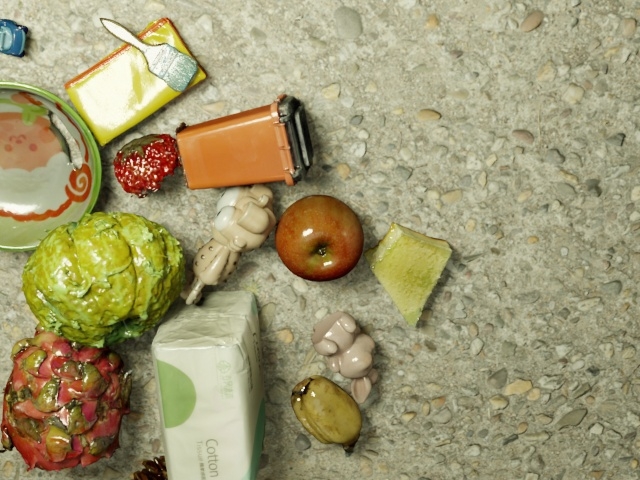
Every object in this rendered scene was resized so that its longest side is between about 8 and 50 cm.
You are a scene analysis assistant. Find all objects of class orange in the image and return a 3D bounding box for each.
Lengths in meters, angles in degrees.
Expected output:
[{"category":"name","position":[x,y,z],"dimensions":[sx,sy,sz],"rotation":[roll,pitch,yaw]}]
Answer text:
[{"category":"orange","position":[-0.393,0.079,1.496],"dimensions":[0.301,0.300,0.223],"rotation":[-25,67,2]}]

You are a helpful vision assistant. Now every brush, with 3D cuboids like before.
[{"category":"brush","position":[-0.318,-0.348,1.446],"dimensions":[0.196,0.021,0.070],"rotation":[33,98,-7]}]

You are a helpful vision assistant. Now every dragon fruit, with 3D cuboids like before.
[{"category":"dragon fruit","position":[-0.528,0.306,1.611],"dimensions":[0.269,0.250,0.291],"rotation":[-5,99,23]}]

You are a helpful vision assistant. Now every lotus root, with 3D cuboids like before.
[{"category":"lotus root","position":[0.023,0.381,1.729],"dimensions":[0.221,0.125,0.118],"rotation":[48,67,-22]}]

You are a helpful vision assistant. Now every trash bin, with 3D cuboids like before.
[{"category":"trash bin","position":[-0.142,-0.173,1.489],"dimensions":[0.238,0.184,0.161],"rotation":[-10,107,7]}]

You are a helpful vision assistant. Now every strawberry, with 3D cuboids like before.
[{"category":"strawberry","position":[-0.329,-0.149,1.503],"dimensions":[0.145,0.145,0.086],"rotation":[-16,118,3]}]

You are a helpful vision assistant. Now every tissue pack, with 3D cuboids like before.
[{"category":"tissue pack","position":[-0.216,0.312,1.611],"dimensions":[0.193,0.266,0.357],"rotation":[-1,110,3]}]

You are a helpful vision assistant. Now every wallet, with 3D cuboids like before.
[{"category":"wallet","position":[-0.349,-0.301,1.495],"dimensions":[0.241,0.067,0.141],"rotation":[-32,104,4]}]

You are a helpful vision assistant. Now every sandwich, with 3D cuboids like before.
[{"category":"sandwich","position":[0.163,0.069,1.657],"dimensions":[0.162,0.058,0.193],"rotation":[19,109,-8]}]

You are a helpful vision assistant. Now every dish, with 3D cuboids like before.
[{"category":"dish","position":[-0.577,-0.150,1.505],"dimensions":[0.324,0.124,0.324],"rotation":[-4,111,-10]}]

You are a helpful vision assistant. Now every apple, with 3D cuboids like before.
[{"category":"apple","position":[0.000,0.000,1.565],"dimensions":[0.181,0.168,0.181],"rotation":[-3,113,-7]}]

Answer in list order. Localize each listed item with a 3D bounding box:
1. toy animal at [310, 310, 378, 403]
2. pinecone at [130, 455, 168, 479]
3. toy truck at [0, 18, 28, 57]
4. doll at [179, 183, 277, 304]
[{"category":"toy animal","position":[0.077,0.246,1.688],"dimensions":[0.124,0.124,0.212],"rotation":[-38,114,10]},{"category":"pinecone","position":[-0.338,0.606,1.730],"dimensions":[0.246,0.246,0.292],"rotation":[13,94,-8]},{"category":"toy truck","position":[-0.600,-0.379,1.454],"dimensions":[0.136,0.074,0.063],"rotation":[24,110,32]},{"category":"doll","position":[-0.188,0.009,1.563],"dimensions":[0.119,0.154,0.278],"rotation":[33,106,-18]}]
